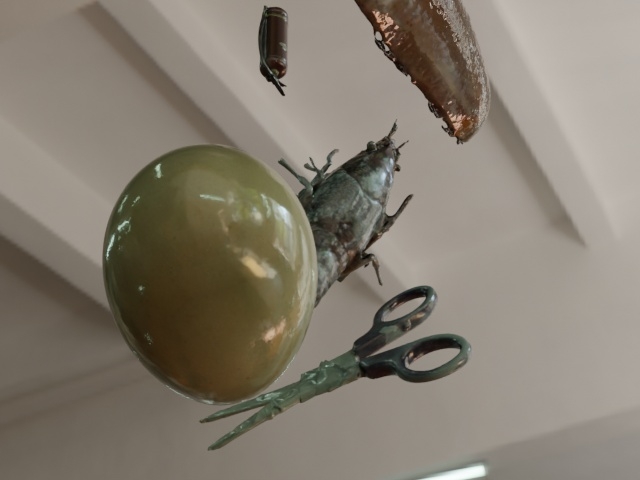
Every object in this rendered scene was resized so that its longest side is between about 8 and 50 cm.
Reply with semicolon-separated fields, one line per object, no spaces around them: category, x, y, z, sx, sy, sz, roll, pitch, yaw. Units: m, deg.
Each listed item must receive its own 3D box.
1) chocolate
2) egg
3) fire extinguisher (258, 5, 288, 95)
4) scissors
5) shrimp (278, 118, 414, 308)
chocolate;0.089;-0.202;1.055;0.083;0.161;0.261;-34;-39;10
egg;-0.095;0.036;1.041;0.189;0.188;0.253;-8;-58;1
fire extinguisher;-0.070;-0.289;1.758;0.043;0.158;0.064;-25;-47;25
scissors;0.009;0.184;1.596;0.384;0.256;0.029;-26;-68;3
shrimp;0.004;-0.003;1.571;0.221;0.410;0.166;46;-44;-17
